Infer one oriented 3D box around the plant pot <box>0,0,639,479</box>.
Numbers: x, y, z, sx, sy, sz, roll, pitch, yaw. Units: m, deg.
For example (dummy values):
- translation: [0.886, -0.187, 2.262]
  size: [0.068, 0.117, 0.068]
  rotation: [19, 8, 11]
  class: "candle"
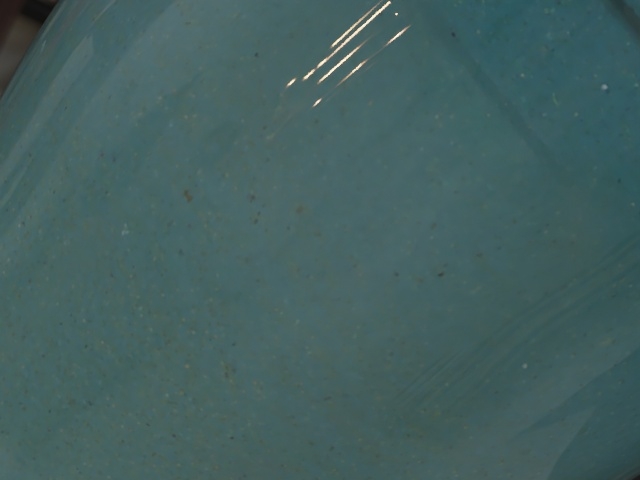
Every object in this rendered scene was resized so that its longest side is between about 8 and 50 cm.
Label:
- translation: [0.000, 0.000, 0.597]
  size: [0.271, 0.255, 0.271]
  rotation: [50, 9, -10]
  class: "plant pot"
